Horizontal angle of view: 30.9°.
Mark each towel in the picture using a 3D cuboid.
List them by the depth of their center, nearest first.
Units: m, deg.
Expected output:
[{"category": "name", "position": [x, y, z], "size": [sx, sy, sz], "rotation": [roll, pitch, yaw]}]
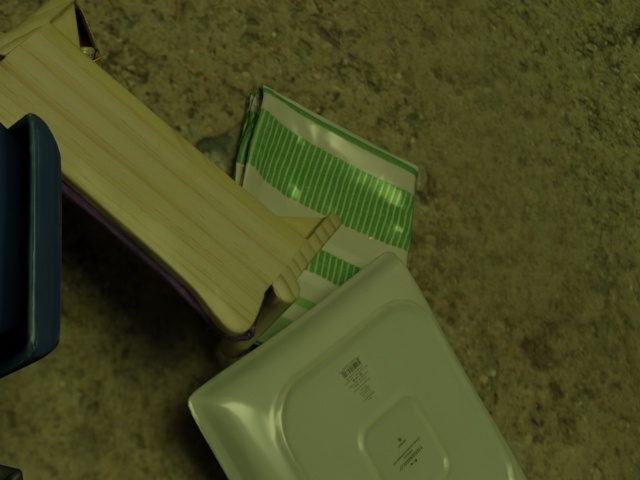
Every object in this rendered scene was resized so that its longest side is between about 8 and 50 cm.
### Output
[{"category": "towel", "position": [0.000, 0.000, 1.293], "size": [0.248, 0.038, 0.324], "rotation": [25, 52, -23]}]

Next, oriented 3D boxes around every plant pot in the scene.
[{"category": "plant pot", "position": [-0.333, 0.008, 0.907], "size": [0.212, 0.236, 0.236], "rotation": [12, 65, -38]}]

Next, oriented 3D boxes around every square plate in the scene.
[{"category": "square plate", "position": [0.071, 0.221, 1.173], "size": [0.347, 0.049, 0.344], "rotation": [-34, 97, -45]}]

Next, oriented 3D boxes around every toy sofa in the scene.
[{"category": "toy sofa", "position": [-0.179, -0.043, 1.089], "size": [0.362, 0.150, 0.177], "rotation": [40, 53, -3]}]

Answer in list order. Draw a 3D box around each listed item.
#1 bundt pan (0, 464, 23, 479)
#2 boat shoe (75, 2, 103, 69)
[{"category": "bundt pan", "position": [-0.333, 0.266, 0.841], "size": [0.331, 0.124, 0.330], "rotation": [17, 56, -27]}, {"category": "boat shoe", "position": [-0.254, -0.189, 1.210], "size": [0.050, 0.045, 0.135], "rotation": [-12, 72, -39]}]
